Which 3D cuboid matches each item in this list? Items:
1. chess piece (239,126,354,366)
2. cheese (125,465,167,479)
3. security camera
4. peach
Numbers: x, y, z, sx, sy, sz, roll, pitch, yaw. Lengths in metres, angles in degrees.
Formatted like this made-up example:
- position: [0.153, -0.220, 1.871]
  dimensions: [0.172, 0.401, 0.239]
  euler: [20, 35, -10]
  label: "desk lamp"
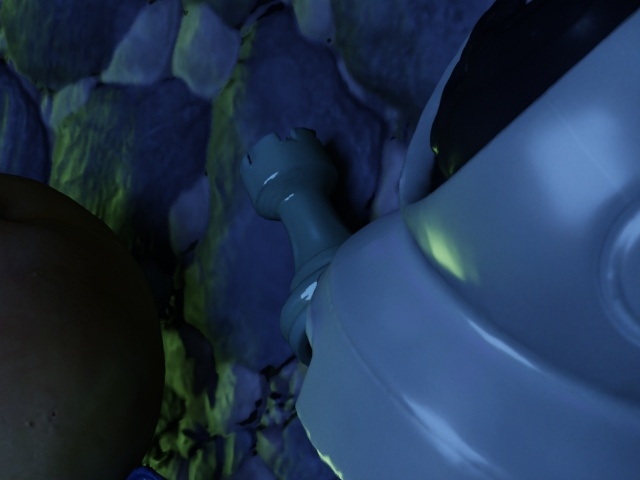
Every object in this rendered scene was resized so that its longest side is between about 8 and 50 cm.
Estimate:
- position: [0.000, 0.000, 0.884]
  dimensions: [0.067, 0.067, 0.103]
  euler: [-50, 51, 34]
  label: "chess piece"
- position: [0.011, 0.218, 0.871]
  dimensions: [0.320, 0.083, 0.204]
  euler: [35, 118, 34]
  label: "cheese"
- position: [0.116, -0.005, 0.687]
  dimensions: [0.194, 0.194, 0.236]
  euler: [45, 120, 32]
  label: "security camera"
- position: [-0.162, 0.056, 0.965]
  dimensions: [0.184, 0.184, 0.184]
  euler: [4, 96, 43]
  label: "peach"
